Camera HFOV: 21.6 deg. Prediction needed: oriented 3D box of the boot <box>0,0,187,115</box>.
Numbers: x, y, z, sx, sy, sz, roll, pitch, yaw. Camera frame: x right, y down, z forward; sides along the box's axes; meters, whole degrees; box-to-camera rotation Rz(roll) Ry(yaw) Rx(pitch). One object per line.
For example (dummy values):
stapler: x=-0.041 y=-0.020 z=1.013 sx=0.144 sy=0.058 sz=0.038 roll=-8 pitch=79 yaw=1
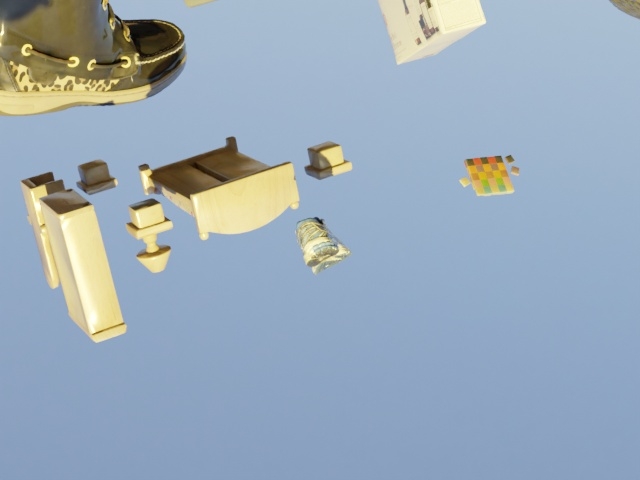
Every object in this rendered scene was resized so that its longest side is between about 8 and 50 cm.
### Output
boot: x=-0.311 y=-0.332 z=2.278 sx=0.377 sy=0.284 sz=0.138 roll=-15 pitch=-138 yaw=-42

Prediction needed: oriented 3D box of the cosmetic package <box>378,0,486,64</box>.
cosmetic package: x=0.131 y=-0.286 z=2.065 sx=0.060 sy=0.098 sz=0.239 roll=-15 pitch=179 yaw=-11

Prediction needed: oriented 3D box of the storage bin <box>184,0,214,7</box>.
storage bin: x=-0.122 y=-0.314 z=1.800 sx=0.091 sy=0.135 sz=0.098 roll=-17 pitch=-165 yaw=34

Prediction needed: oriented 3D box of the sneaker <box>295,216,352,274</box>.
sneaker: x=0.000 y=0.000 z=1.943 sx=0.052 sy=0.058 sz=0.135 roll=-27 pitch=169 yaw=1

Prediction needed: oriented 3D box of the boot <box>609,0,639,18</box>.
boot: x=0.338 y=-0.320 z=1.590 sx=0.338 sy=0.222 sz=0.118 roll=17 pitch=-171 yaw=-38

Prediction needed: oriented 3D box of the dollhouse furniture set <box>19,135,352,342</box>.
dollhouse furniture set: x=-0.170 y=-0.020 z=2.175 sx=0.356 sy=0.173 sz=0.303 roll=-19 pitch=-159 yaw=-20

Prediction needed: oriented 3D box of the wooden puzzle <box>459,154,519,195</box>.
wooden puzzle: x=0.199 y=-0.076 z=1.975 sx=0.083 sy=0.006 sz=0.049 roll=-6 pitch=-115 yaw=-23
